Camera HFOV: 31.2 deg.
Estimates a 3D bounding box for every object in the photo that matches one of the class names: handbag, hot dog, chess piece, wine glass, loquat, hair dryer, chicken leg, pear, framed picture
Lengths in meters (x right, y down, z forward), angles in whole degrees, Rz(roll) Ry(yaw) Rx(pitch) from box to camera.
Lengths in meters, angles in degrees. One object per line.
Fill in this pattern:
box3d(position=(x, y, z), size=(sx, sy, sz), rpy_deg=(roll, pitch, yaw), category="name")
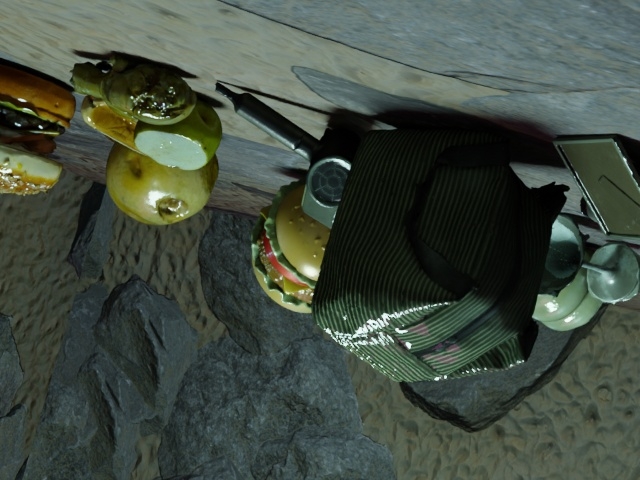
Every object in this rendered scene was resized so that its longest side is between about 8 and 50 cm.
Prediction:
box3d(position=(0.167, 0.011, 1.514), size=(0.240, 0.341, 0.247), rpy_deg=(-5, 149, 46), category="handbag")
box3d(position=(-0.314, -0.206, 1.962), size=(0.249, 0.102, 0.076), rpy_deg=(24, -148, -54), category="hot dog")
box3d(position=(0.394, 0.046, 2.250), size=(0.330, 0.182, 0.182), rpy_deg=(24, 172, -33), category="chess piece")
box3d(position=(0.467, 0.042, 2.050), size=(0.232, 0.156, 0.156), rpy_deg=(15, 178, -43), category="wine glass")
box3d(position=(-0.293, -0.137, 2.149), size=(0.213, 0.213, 0.213), rpy_deg=(15, 176, 1), category="loquat")
box3d(position=(-0.043, -0.164, 1.659), size=(0.248, 0.078, 0.196), rpy_deg=(35, -160, -9), category="hair dryer")
box3d(position=(-0.285, -0.224, 1.659), size=(0.227, 0.088, 0.103), rpy_deg=(20, -172, 23), category="chicken leg")
box3d(position=(-0.223, -0.182, 1.821), size=(0.141, 0.104, 0.141), rpy_deg=(7, 153, 4), category="pear")
box3d(position=(0.341, -0.060, 1.346), size=(0.149, 0.011, 0.109), rpy_deg=(56, 161, -19), category="framed picture")

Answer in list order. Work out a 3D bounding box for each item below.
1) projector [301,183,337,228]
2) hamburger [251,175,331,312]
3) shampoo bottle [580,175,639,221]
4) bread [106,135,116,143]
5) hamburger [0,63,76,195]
box3d(position=(0.128, -0.055, 1.776), size=(0.269, 0.088, 0.193), rpy_deg=(28, -139, 16), category="projector")
box3d(position=(0.000, 0.000, 2.382), size=(0.274, 0.275, 0.212), rpy_deg=(17, 147, -19), category="hamburger")
box3d(position=(0.415, -0.046, 1.477), size=(0.153, 0.071, 0.284), rpy_deg=(6, -178, -16), category="shampoo bottle")
box3d(position=(-0.372, -0.206, 2.360), size=(0.193, 0.064, 0.193), rpy_deg=(19, 177, 1), category="bread")
box3d(position=(-0.590, -0.202, 2.075), size=(0.290, 0.225, 0.291), rpy_deg=(17, 179, 0), category="hamburger")
